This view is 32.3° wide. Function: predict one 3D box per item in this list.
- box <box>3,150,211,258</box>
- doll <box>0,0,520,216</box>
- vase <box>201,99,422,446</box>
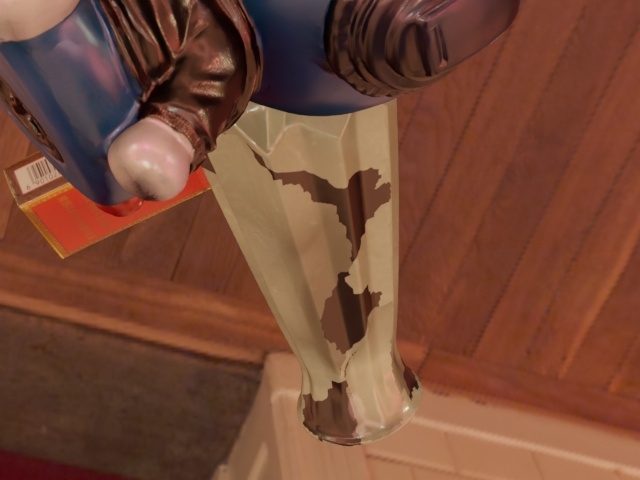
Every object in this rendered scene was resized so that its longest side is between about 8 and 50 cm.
[{"bbox_3d":[-0.245,-0.082,1.359,0.240,0.074,0.153,-26,150,-4],"label":"box"},{"bbox_3d":[-0.039,-0.160,0.595,0.310,0.284,0.240,-39,142,-15],"label":"doll"},{"bbox_3d":[0.000,0.000,0.895,0.165,0.165,0.360,-13,124,-1],"label":"vase"}]
